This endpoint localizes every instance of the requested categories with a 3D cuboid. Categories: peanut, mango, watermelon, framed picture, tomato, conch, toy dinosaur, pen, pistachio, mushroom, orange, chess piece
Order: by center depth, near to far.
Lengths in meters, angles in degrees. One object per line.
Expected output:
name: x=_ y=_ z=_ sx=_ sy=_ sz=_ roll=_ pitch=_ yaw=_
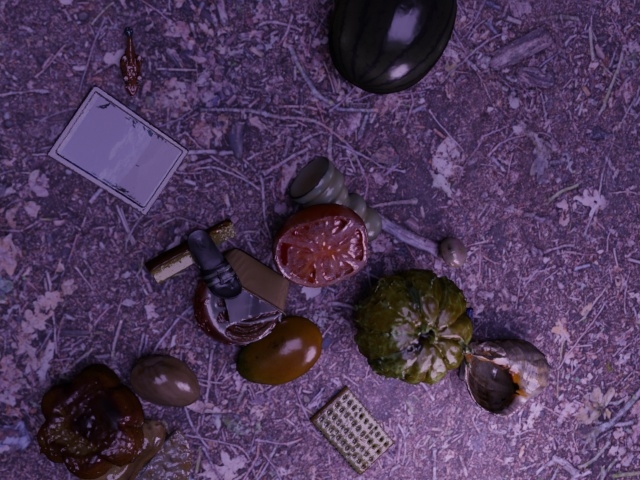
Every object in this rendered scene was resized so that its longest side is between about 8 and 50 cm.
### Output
toy dinosaur: x=-0.416 y=-0.390 z=1.743 sx=0.049 sy=0.055 sz=0.154 roll=-4 pitch=108 yaw=-17
framed picture: x=-0.450 y=-0.199 z=1.785 sx=0.260 sy=0.023 sz=0.189 roll=35 pitch=89 yaw=-23
watermelon: x=0.171 y=-0.513 z=1.825 sx=0.279 sy=0.279 sz=0.359 roll=24 pitch=91 yaw=-22
peanut: x=-0.462 y=0.510 z=1.862 sx=0.229 sy=0.103 sz=0.098 roll=-45 pitch=149 yaw=-8
pistachio: x=-0.359 y=0.334 z=1.865 sx=0.186 sy=0.108 sz=0.126 roll=31 pitch=94 yaw=-32
tomato: x=0.000 y=0.000 z=1.871 sx=0.237 sy=0.095 sz=0.236 roll=-6 pitch=133 yaw=-6
chess piece: x=0.052 y=-0.081 z=1.940 sx=0.243 sy=0.133 sz=0.133 roll=40 pitch=84 yaw=-27
mango: x=-0.096 y=0.278 z=1.947 sx=0.221 sy=0.120 sz=0.151 roll=-37 pitch=111 yaw=-4
orange: x=0.227 y=0.222 z=2.005 sx=0.301 sy=0.223 sz=0.300 roll=-16 pitch=94 yaw=-14
mushroom: x=0.349 y=0.033 z=2.099 sx=0.084 sy=0.067 sz=0.083 roll=20 pitch=61 yaw=-42
conch: x=0.490 y=0.355 z=2.164 sx=0.291 sy=0.159 sz=0.210 roll=27 pitch=98 yaw=-12
pen: x=0.403 y=0.285 z=2.185 sx=0.025 sy=0.025 sz=0.204 roll=1 pitch=98 yaw=-21

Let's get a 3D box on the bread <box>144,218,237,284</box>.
bread: x=-0.295 y=0.023 z=1.845 sx=0.226 sy=0.088 sz=0.049 roll=-30 pitch=106 yaw=-12

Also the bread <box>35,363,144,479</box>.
bread: x=-0.518 y=0.415 z=1.775 sx=0.232 sy=0.135 sz=0.246 roll=-36 pitch=79 yaw=-10

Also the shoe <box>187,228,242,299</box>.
shoe: x=-0.240 y=0.054 z=1.777 sx=0.071 sy=0.049 sz=0.179 roll=-31 pitch=88 yaw=-12

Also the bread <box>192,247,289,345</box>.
bread: x=-0.194 y=0.143 z=1.883 sx=0.224 sy=0.142 sz=0.211 roll=33 pitch=74 yaw=-19

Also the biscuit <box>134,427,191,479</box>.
biscuit: x=-0.401 y=0.598 z=1.930 sx=0.290 sy=0.038 sz=0.141 roll=-48 pitch=112 yaw=-5

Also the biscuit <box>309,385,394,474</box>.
biscuit: x=0.087 y=0.509 z=2.110 sx=0.139 sy=0.016 sz=0.231 roll=-41 pitch=111 yaw=-11
